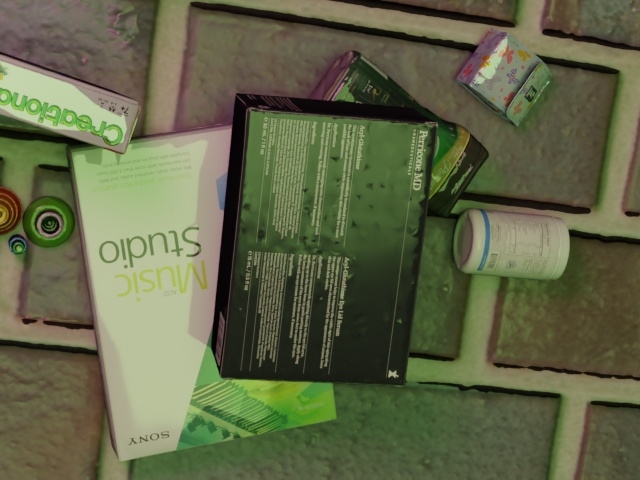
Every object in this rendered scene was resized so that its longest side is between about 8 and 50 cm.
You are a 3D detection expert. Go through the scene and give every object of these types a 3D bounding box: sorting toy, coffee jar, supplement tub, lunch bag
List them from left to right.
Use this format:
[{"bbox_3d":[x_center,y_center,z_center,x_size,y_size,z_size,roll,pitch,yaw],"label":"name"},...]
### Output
[{"bbox_3d":[-0.290,-0.016,1.474,0.102,0.042,0.061,12,96,-16],"label":"sorting toy"},{"bbox_3d":[0.077,-0.105,1.533,0.184,0.079,0.096,34,91,-16],"label":"coffee jar"},{"bbox_3d":[0.196,-0.168,1.568,0.083,0.053,0.071,37,90,-26],"label":"lunch bag"},{"bbox_3d":[0.200,0.005,1.587,0.107,0.071,0.071,5,98,-16],"label":"supplement tub"}]

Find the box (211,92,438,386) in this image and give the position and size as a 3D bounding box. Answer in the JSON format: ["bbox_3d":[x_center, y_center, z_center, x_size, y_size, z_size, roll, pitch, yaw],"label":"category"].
[{"bbox_3d":[0.000,0.000,1.450,0.184,0.103,0.261,5,103,-10],"label":"box"}]

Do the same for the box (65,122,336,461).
[{"bbox_3d":[-0.117,0.046,1.520,0.232,0.058,0.322,-10,103,-12],"label":"box"}]

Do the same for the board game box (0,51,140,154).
[{"bbox_3d":[-0.325,-0.155,1.364,0.305,0.193,0.053,18,94,-16],"label":"board game box"}]
